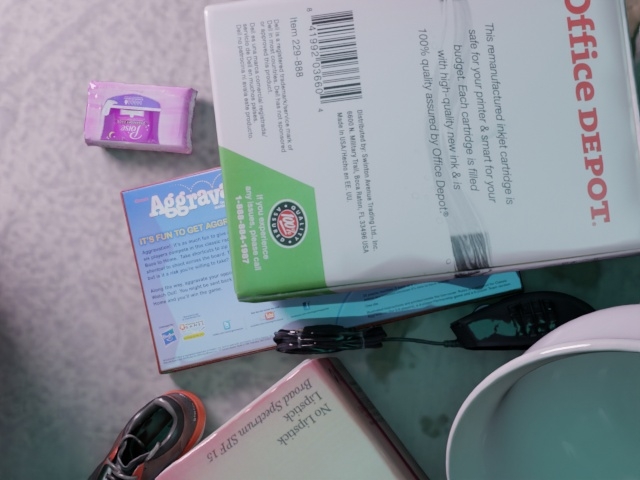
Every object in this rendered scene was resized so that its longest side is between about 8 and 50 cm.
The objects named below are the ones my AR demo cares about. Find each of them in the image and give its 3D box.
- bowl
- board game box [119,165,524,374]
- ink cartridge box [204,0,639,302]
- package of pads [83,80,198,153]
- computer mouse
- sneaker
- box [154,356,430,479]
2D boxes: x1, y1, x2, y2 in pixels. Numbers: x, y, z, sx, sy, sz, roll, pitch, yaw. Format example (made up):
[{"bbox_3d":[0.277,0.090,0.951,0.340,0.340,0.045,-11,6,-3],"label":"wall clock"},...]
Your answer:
[{"bbox_3d":[0.246,0.145,1.232,0.298,0.134,0.298,15,132,17],"label":"bowl"},{"bbox_3d":[0.000,0.000,1.357,0.281,0.027,0.145,-13,86,6],"label":"board game box"},{"bbox_3d":[0.078,-0.075,1.276,0.289,0.121,0.211,-6,86,7],"label":"ink cartridge box"},{"bbox_3d":[-0.137,-0.094,1.378,0.083,0.032,0.050,5,86,8],"label":"package of pads"},{"bbox_3d":[0.086,0.060,1.313,0.242,0.071,0.041,-2,84,1],"label":"computer mouse"},{"bbox_3d":[-0.149,0.176,1.342,0.061,0.065,0.158,30,88,19],"label":"sneaker"},{"bbox_3d":[0.014,0.217,1.291,0.148,0.127,0.232,-38,82,4],"label":"box"}]
